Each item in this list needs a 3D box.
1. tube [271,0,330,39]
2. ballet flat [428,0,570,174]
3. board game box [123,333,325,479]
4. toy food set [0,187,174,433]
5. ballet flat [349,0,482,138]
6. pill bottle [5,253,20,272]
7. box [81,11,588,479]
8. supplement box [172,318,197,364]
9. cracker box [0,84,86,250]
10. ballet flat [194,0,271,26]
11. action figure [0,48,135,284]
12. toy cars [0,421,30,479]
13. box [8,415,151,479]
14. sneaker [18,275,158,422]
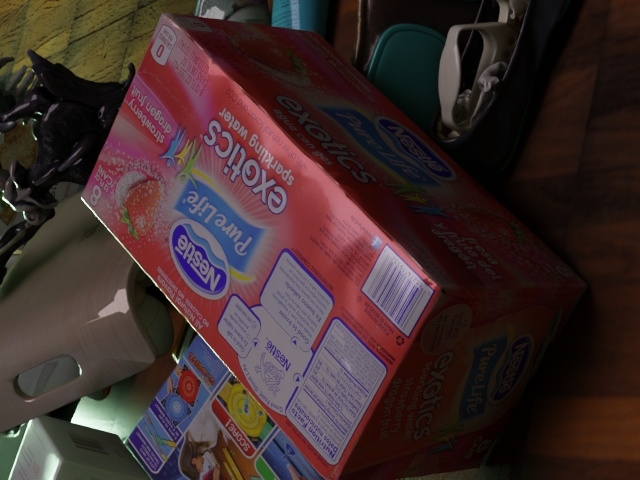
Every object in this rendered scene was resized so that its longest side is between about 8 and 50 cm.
[{"bbox_3d":[-0.019,-0.180,1.611,0.080,0.052,0.207,156,122,-66],"label":"tube"},{"bbox_3d":[0.121,-0.143,1.247,0.074,0.074,0.203,29,101,66],"label":"ballet flat"},{"bbox_3d":[-0.043,0.171,1.308,0.201,0.035,0.136,51,128,20],"label":"board game box"},{"bbox_3d":[-0.168,0.027,1.595,0.219,0.092,0.306,-25,24,35],"label":"toy food set"},{"bbox_3d":[0.077,-0.162,1.338,0.124,0.116,0.342,-134,58,-83],"label":"ballet flat"},{"bbox_3d":[-0.361,0.088,2.038,0.283,0.160,0.160,7,81,66],"label":"pill bottle"},{"bbox_3d":[0.000,0.000,1.197,0.300,0.142,0.154,45,119,35],"label":"box"},{"bbox_3d":[-0.040,0.086,1.433,0.104,0.081,0.188,-69,23,12],"label":"supplement box"},{"bbox_3d":[-0.312,-0.074,1.947,0.067,0.232,0.156,35,107,66],"label":"cracker box"},{"bbox_3d":[-0.085,-0.147,1.714,0.079,0.077,0.221,36,114,46],"label":"ballet flat"},{"bbox_3d":[-0.219,-0.074,1.537,0.275,0.164,0.141,-35,25,28],"label":"action figure"},{"bbox_3d":[-0.366,0.311,2.007,0.394,0.087,0.176,-55,41,27],"label":"toy cars"},{"bbox_3d":[-0.238,0.266,1.739,0.170,0.091,0.130,-70,24,8],"label":"box"},{"bbox_3d":[-0.207,0.082,1.814,0.271,0.100,0.108,-45,72,34],"label":"sneaker"}]
